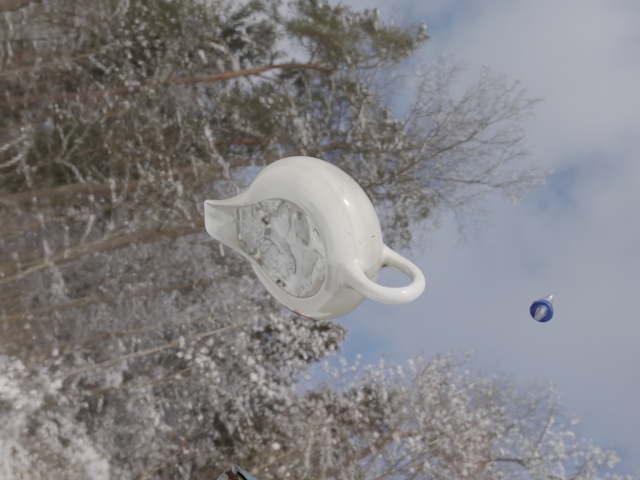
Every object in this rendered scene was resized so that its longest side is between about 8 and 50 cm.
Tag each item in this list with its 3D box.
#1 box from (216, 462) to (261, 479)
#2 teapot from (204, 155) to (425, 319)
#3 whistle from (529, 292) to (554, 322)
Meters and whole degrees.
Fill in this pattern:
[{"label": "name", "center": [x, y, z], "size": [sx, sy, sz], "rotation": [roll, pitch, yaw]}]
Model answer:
[{"label": "box", "center": [0.077, 0.394, 0.554], "size": [0.373, 0.138, 0.420], "rotation": [45, -14, -22]}, {"label": "teapot", "center": [0.000, 0.000, 0.615], "size": [0.226, 0.092, 0.145], "rotation": [22, -55, 39]}, {"label": "whistle", "center": [0.281, 0.086, 0.898], "size": [0.029, 0.083, 0.033], "rotation": [35, -71, 15]}]
